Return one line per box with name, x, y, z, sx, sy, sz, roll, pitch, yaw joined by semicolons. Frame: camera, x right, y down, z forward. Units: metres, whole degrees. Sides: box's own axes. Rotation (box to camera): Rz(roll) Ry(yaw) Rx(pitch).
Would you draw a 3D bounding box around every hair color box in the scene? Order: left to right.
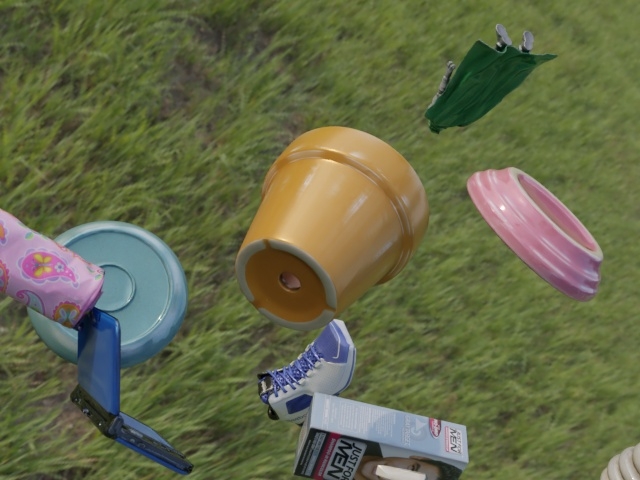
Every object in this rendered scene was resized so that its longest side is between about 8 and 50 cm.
hair color box;0.140;0.496;2.105;0.374;0.185;0.113;13;38;-5

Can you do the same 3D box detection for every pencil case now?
pencil case;-0.501;0.037;1.506;0.284;0.124;0.124;31;39;-13

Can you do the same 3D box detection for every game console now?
game console;-0.329;0.253;1.561;0.250;0.293;0.173;34;79;-24

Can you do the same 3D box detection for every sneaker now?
sneaker;-0.049;0.340;2.158;0.182;0.315;0.127;9;32;-29

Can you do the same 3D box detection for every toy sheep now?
toy sheep;0.307;0.231;0.829;0.091;0.132;0.091;24;26;-13

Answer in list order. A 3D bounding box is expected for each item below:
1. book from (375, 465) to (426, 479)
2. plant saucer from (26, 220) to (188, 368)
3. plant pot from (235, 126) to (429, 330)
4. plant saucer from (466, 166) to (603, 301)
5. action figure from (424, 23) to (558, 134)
book;0.165;0.474;1.795;0.144;0.096;0.035;57;48;-72
plant saucer;-0.420;0.098;1.769;0.318;0.043;0.317;5;65;-12
plant pot;0.000;0.000;1.045;0.205;0.205;0.188;49;43;-12
plant saucer;0.431;-0.028;1.732;0.332;0.084;0.332;36;22;-18
action figure;0.224;-0.227;1.322;0.137;0.232;0.063;9;60;-25
